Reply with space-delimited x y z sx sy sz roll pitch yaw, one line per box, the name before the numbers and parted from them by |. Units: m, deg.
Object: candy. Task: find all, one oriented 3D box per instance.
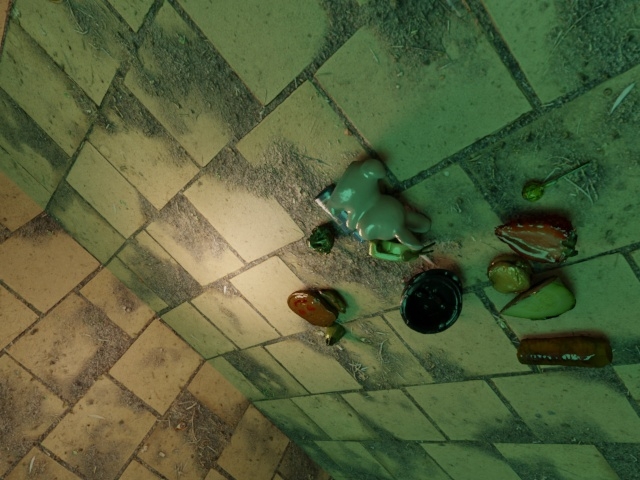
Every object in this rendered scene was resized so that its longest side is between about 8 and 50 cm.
candy | 0.680 -0.175 1.222 0.062 0.058 0.194 14 144 -42

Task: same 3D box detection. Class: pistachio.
pistachio | 0.066 0.280 2.002 0.173 0.049 0.089 40 162 -9

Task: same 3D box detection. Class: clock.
clock | 0.301 0.020 1.547 0.231 0.170 0.069 8 111 18

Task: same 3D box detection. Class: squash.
squash | 0.773 0.218 1.435 0.155 0.204 0.237 55 138 12
squash | 0.057 0.498 2.142 0.105 0.132 0.105 16 132 18

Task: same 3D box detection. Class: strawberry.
strawberry | 0.680 -0.009 1.329 0.228 0.098 0.175 2 127 35

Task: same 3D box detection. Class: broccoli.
broccoli | 0.000 0.000 1.741 0.131 0.120 0.130 28 126 58

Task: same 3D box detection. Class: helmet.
helmet | 0.421 0.214 1.636 0.230 0.160 0.279 12 107 -1

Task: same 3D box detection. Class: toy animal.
toy animal | 0.212 -0.112 1.456 0.367 0.196 0.241 42 135 -5

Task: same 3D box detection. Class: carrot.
carrot | 0.899 0.413 1.565 0.301 0.114 0.114 -13 120 43

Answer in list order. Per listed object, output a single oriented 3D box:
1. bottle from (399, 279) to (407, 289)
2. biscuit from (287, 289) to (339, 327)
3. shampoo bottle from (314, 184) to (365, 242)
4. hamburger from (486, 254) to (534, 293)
bottle | 0.405 0.246 1.757 0.217 0.060 0.060 49 136 -13
biscuit | -0.047 0.346 2.109 0.257 0.049 0.273 40 147 -8
shampoo bottle | 0.094 -0.095 1.638 0.258 0.061 0.103 46 135 -12
hamburger | 0.658 0.118 1.466 0.147 0.083 0.138 -20 119 44
